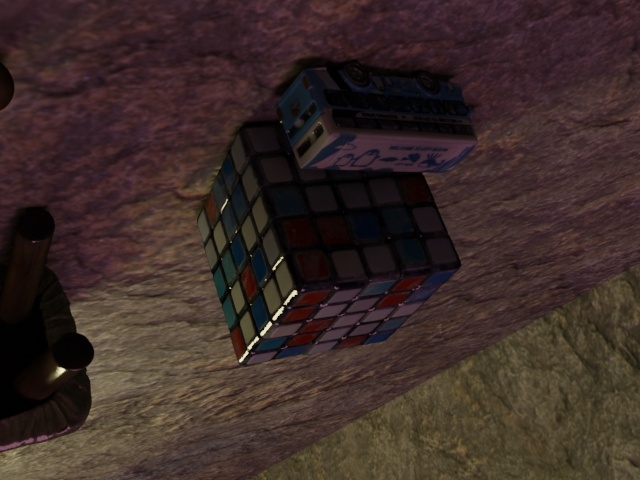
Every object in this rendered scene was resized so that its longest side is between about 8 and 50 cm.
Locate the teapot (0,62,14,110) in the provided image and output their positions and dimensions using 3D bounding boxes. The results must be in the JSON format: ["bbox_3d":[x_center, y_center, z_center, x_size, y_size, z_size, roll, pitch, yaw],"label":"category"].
[{"bbox_3d":[-0.402,-0.160,1.048,0.085,0.110,0.080,21,-179,15],"label":"teapot"}]

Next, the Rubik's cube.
[{"bbox_3d":[0.000,0.000,1.471,0.292,0.286,0.293,-7,154,-29],"label":"Rubik's cube"}]

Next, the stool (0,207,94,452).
[{"bbox_3d":[-0.507,0.145,1.374,0.311,0.310,0.226,-11,155,-24],"label":"stool"}]

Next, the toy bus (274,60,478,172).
[{"bbox_3d":[0.088,-0.174,1.349,0.297,0.130,0.106,-1,152,-35],"label":"toy bus"}]
